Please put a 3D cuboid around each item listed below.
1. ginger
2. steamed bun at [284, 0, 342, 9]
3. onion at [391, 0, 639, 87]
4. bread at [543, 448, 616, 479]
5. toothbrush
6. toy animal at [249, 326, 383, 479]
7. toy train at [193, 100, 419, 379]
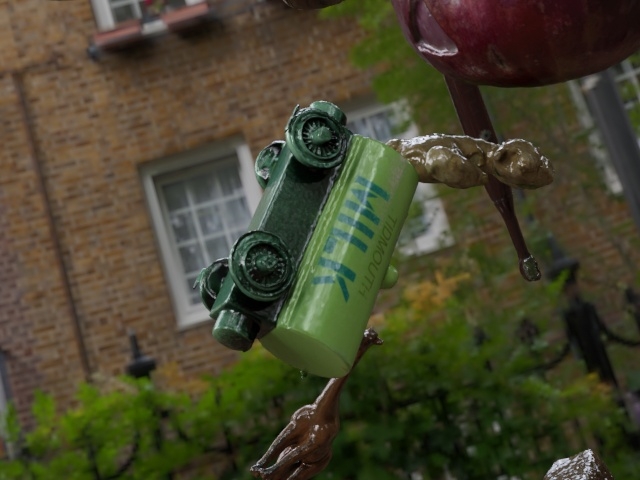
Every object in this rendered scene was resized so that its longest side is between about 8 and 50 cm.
[{"bbox_3d":[0.115,-0.074,1.261,0.258,0.065,0.149,-1,-1,-23],"label":"ginger"},{"bbox_3d":[0.009,-0.414,1.886,0.175,0.106,0.145,-34,-45,-9],"label":"steamed bun"},{"bbox_3d":[0.213,-0.255,1.196,0.230,0.256,0.272,13,-29,49],"label":"onion"},{"bbox_3d":[0.324,0.423,1.708,0.113,0.165,0.416,-26,1,26],"label":"bread"},{"bbox_3d":[0.216,-0.109,1.685,0.041,0.364,0.041,-20,15,5],"label":"toothbrush"},{"bbox_3d":[-0.004,0.234,1.729,0.229,0.066,0.224,-40,-27,-22],"label":"toy animal"},{"bbox_3d":[0.000,0.000,1.138,0.157,0.253,0.105,29,-31,-14],"label":"toy train"}]
